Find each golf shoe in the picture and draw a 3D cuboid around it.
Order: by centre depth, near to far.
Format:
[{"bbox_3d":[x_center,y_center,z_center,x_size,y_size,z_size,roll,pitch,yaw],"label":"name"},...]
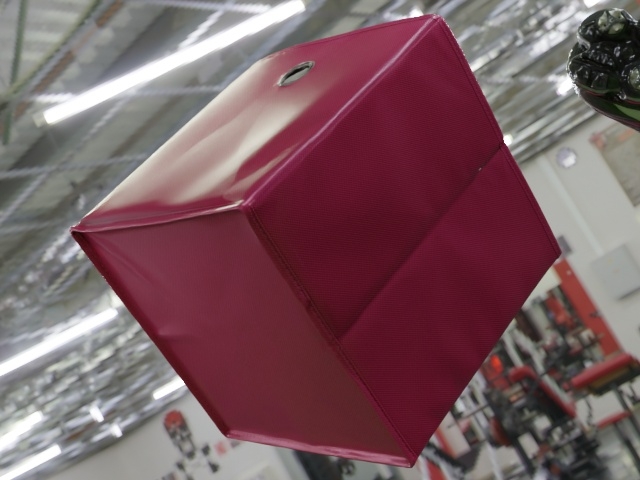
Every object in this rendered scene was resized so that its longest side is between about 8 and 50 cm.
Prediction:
[{"bbox_3d":[0.357,-0.126,0.890,0.105,0.272,0.120,-61,-20,-8],"label":"golf shoe"}]

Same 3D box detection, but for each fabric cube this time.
[{"bbox_3d":[0.000,0.000,0.845,0.254,0.259,0.258,-3,36,49],"label":"fabric cube"}]
